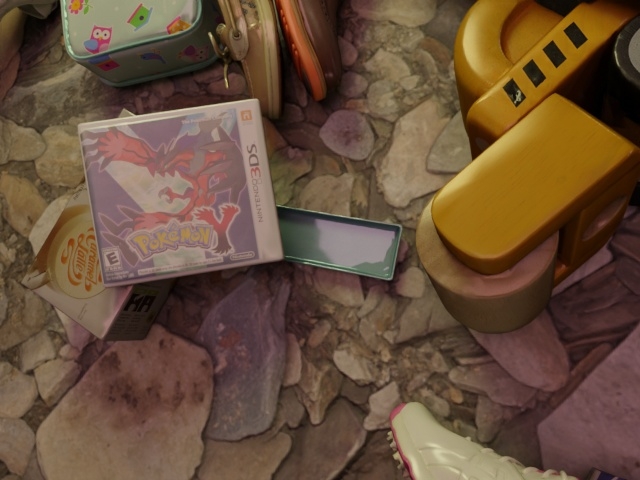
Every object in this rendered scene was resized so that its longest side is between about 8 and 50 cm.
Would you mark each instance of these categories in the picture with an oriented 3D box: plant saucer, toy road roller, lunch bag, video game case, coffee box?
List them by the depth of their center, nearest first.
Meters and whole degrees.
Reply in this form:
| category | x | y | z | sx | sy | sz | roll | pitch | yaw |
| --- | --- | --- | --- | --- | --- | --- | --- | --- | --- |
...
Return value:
| category | x | y | z | sx | sy | sz | roll | pitch | yaw |
| --- | --- | --- | --- | --- | --- | --- | --- | --- | --- |
| toy road roller | 0.198 | -0.096 | 0.547 | 0.329 | 0.202 | 0.240 | -42 | 60 | -1 |
| video game case | -0.153 | -0.053 | 0.616 | 0.201 | 0.023 | 0.183 | -9 | 90 | -2 |
| plant saucer | 0.000 | 0.000 | 0.670 | 0.192 | 0.018 | 0.067 | 10 | 82 | 16 |
| coffee box | -0.232 | -0.017 | 0.691 | 0.141 | 0.098 | 0.246 | 30 | 88 | 16 |
| lunch bag | -0.246 | -0.360 | 0.757 | 0.224 | 0.108 | 0.279 | -11 | 77 | 14 |

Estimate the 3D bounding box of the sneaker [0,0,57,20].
| category | x | y | z | sx | sy | sz | roll | pitch | yaw |
| --- | --- | --- | --- | --- | --- | --- | --- | --- | --- |
| sneaker | -0.430 | -0.431 | 0.825 | 0.114 | 0.152 | 0.305 | 22 | 63 | 33 |

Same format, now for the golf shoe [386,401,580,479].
| category | x | y | z | sx | sy | sz | roll | pitch | yaw |
| --- | --- | --- | --- | --- | --- | --- | --- | --- | --- |
| golf shoe | 0.171 | 0.242 | 0.484 | 0.140 | 0.115 | 0.306 | -35 | 35 | -3 |

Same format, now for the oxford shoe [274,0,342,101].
| category | x | y | z | sx | sy | sz | roll | pitch | yaw |
| --- | --- | --- | --- | --- | --- | --- | --- | --- | --- |
| oxford shoe | 0.001 | -0.353 | 0.683 | 0.133 | 0.130 | 0.363 | -8 | 83 | 0 |

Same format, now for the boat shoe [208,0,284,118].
| category | x | y | z | sx | sy | sz | roll | pitch | yaw |
| --- | --- | --- | --- | --- | --- | --- | --- | --- | --- |
| boat shoe | -0.102 | -0.285 | 0.673 | 0.089 | 0.104 | 0.285 | -12 | 98 | -1 |

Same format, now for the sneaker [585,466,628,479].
| category | x | y | z | sx | sy | sz | roll | pitch | yaw |
| --- | --- | --- | --- | --- | --- | --- | --- | --- | --- |
| sneaker | 0.262 | 0.369 | 0.444 | 0.128 | 0.182 | 0.315 | 13 | 84 | 15 |
